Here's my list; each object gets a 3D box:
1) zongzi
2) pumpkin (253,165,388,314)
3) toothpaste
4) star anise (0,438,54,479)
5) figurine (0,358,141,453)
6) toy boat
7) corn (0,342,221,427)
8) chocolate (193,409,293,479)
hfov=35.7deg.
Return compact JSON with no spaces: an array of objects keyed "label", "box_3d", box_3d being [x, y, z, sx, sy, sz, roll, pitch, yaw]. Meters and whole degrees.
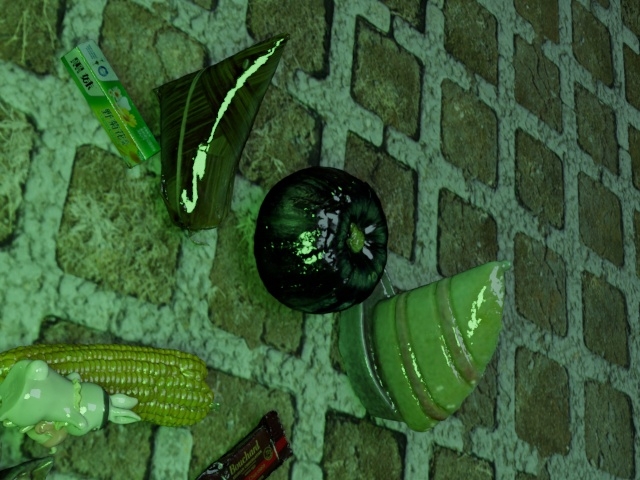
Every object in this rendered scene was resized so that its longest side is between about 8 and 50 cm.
[{"label":"zongzi","box_3d":[-0.126,-0.137,1.362,0.111,0.241,0.248,11,68,-44]},{"label":"pumpkin","box_3d":[0.000,0.000,1.504,0.233,0.163,0.233,5,83,-49]},{"label":"toothpaste","box_3d":[-0.286,-0.185,1.360,0.037,0.043,0.179,-43,107,-42]},{"label":"star anise","box_3d":[-0.381,0.302,1.041,0.223,0.108,0.236,61,36,-32]},{"label":"figurine","box_3d":[-0.285,0.186,1.108,0.146,0.098,0.081,31,41,-38]},{"label":"toy boat","box_3d":[0.148,0.161,1.551,0.111,0.293,0.276,5,88,-45]},{"label":"corn","box_3d":[-0.264,0.173,1.214,0.312,0.102,0.102,14,66,-43]},{"label":"chocolate","box_3d":[-0.106,0.314,1.383,0.182,0.028,0.086,-41,113,-45]}]
